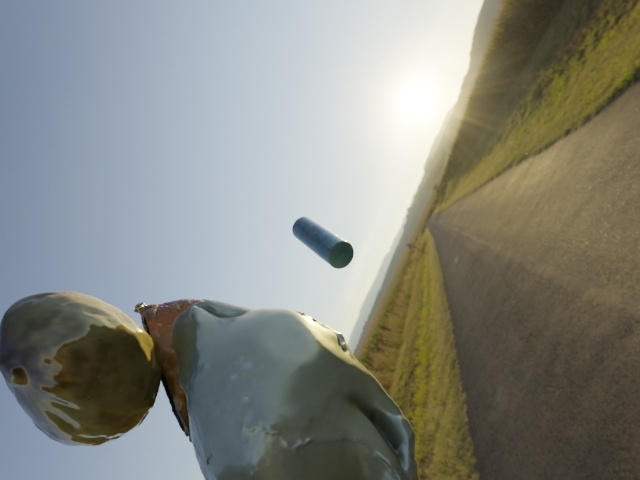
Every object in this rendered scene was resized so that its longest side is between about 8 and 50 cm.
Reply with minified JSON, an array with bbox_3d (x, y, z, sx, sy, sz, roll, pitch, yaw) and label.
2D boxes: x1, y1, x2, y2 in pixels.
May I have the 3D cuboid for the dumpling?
[{"bbox_3d":[-0.033,0.157,0.371,0.147,0.257,0.193,-36,-43,-47],"label":"dumpling"}]

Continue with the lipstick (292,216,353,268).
[{"bbox_3d":[0.000,0.000,0.760,0.158,0.048,0.048,35,105,59],"label":"lipstick"}]

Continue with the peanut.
[{"bbox_3d":[-0.221,0.120,0.413,0.109,0.140,0.159,-44,-31,-42],"label":"peanut"}]

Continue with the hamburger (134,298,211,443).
[{"bbox_3d":[-0.134,0.125,0.494,0.102,0.176,0.087,-29,-24,-9],"label":"hamburger"}]
